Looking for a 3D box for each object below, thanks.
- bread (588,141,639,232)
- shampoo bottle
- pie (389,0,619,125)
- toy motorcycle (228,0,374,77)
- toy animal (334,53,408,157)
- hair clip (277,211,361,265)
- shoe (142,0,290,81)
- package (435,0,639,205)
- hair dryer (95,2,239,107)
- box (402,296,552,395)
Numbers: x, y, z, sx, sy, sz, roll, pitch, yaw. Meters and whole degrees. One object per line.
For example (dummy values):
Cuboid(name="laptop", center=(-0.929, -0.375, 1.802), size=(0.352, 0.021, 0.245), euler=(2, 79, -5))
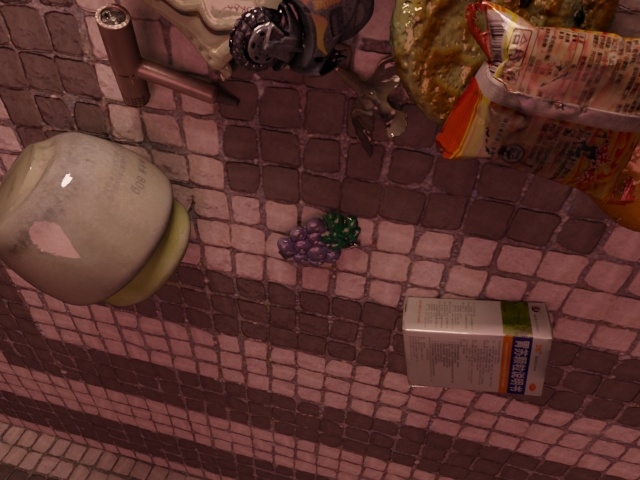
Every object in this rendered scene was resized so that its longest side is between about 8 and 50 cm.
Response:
Cuboid(name="bread", center=(0.504, -0.126, 0.650), size=(0.240, 0.139, 0.240), euler=(8, 129, 10))
Cuboid(name="shampoo bottle", center=(-0.446, -0.038, 0.885), size=(0.322, 0.322, 0.317), euler=(-14, 143, 26))
Cuboid(name="pie", center=(0.238, -0.289, 0.612), size=(0.303, 0.067, 0.302), euler=(-2, 128, -2))
Cuboid(name="toy motorcycle", center=(0.016, -0.329, 0.590), size=(0.307, 0.108, 0.173), euler=(-45, 148, 13))
Cuboid(name="toy animal", center=(0.076, -0.237, 0.719), size=(0.155, 0.095, 0.219), euler=(24, 130, -17))
Cuboid(name="hair clip", center=(0.000, -0.002, 0.975), size=(0.195, 0.052, 0.124), euler=(-23, 128, 22))
Cuboid(name="shoe", center=(-0.175, -0.348, 0.684), size=(0.342, 0.132, 0.210), euler=(6, 127, 8))
Cuboid(name="package", center=(0.302, -0.166, 0.578), size=(0.288, 0.108, 0.223), euler=(17, 128, 13))
Cuboid(name="hair dryer", center=(-0.252, -0.287, 0.774), size=(0.220, 0.053, 0.195), euler=(14, 157, -5))
Cuboid(name="box", center=(0.344, 0.238, 1.016), size=(0.299, 0.106, 0.200), euler=(-1, 128, 16))
